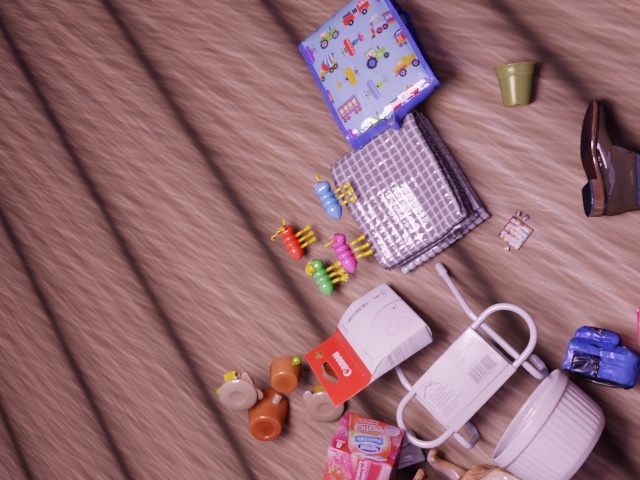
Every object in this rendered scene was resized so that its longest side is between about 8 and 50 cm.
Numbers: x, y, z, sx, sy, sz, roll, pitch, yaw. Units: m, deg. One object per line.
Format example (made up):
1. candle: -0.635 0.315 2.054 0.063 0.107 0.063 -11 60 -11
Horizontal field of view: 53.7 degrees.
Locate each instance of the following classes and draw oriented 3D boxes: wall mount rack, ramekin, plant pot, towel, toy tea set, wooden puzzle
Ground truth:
1. wall mount rack: 0.261 0.226 1.258 0.304 0.130 0.350 45 109 19
2. ramekin: 0.409 0.344 1.125 0.109 0.207 0.207 37 106 16
3. plant pot: 0.382 -0.303 1.235 0.083 0.083 0.079 0 101 29
4. towel: 0.174 -0.099 1.315 0.235 0.121 0.284 -35 72 25
5. toy tea set: -0.057 0.324 1.439 0.335 0.124 0.200 -20 113 9
6. wooden puzzle: 0.388 -0.015 1.255 0.049 0.006 0.083 42 108 24

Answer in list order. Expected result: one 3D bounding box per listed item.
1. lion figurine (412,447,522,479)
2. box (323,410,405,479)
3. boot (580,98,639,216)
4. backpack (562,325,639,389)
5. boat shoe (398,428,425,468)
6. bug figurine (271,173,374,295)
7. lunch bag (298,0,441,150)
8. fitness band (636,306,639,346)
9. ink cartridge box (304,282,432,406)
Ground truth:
1. lion figurine: 0.271 0.574 1.243 0.240 0.142 0.393 29 120 20
2. box: 0.076 0.489 1.253 0.128 0.122 0.257 15 115 16
3. boot: 0.537 -0.150 1.153 0.106 0.082 0.220 1 84 8
4. backpack: 0.507 0.211 1.129 0.120 0.098 0.101 15 92 30
5. boat shoe: 0.119 0.488 1.346 0.226 0.083 0.076 -38 70 22
6. bug figurine: 0.000 0.000 1.370 0.216 0.072 0.279 59 142 13
7. lunch bag: 0.109 -0.347 1.308 0.220 0.138 0.293 -33 56 24
8. fitness band: 0.660 0.184 1.073 0.208 0.054 0.291 -9 85 26
9. ink cartridge box: 0.085 0.203 1.283 0.232 0.066 0.189 -29 31 -8
